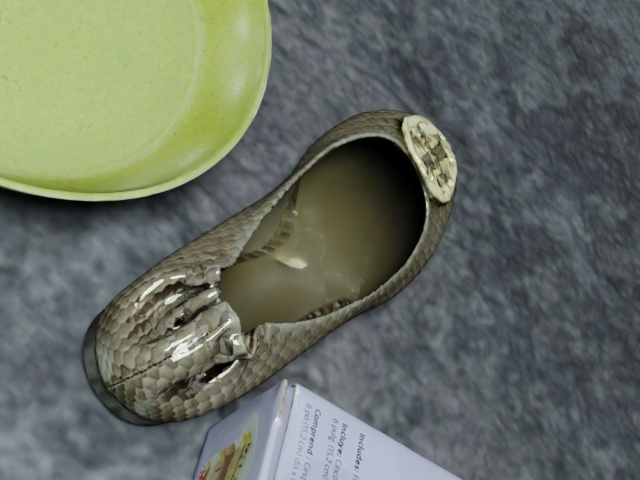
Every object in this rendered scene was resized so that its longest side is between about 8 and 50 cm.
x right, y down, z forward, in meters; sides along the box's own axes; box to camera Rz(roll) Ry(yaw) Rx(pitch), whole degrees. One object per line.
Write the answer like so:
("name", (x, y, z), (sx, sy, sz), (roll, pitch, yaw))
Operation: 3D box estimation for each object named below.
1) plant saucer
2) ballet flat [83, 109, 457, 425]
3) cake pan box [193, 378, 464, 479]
("plant saucer", (-0.127, -0.118, 0.482), (0.241, 0.037, 0.240), (21, 54, -32))
("ballet flat", (0.000, 0.000, 0.513), (0.250, 0.058, 0.084), (-33, 92, -47))
("cake pan box", (0.041, 0.220, 0.420), (0.246, 0.070, 0.266), (30, 50, -23))
